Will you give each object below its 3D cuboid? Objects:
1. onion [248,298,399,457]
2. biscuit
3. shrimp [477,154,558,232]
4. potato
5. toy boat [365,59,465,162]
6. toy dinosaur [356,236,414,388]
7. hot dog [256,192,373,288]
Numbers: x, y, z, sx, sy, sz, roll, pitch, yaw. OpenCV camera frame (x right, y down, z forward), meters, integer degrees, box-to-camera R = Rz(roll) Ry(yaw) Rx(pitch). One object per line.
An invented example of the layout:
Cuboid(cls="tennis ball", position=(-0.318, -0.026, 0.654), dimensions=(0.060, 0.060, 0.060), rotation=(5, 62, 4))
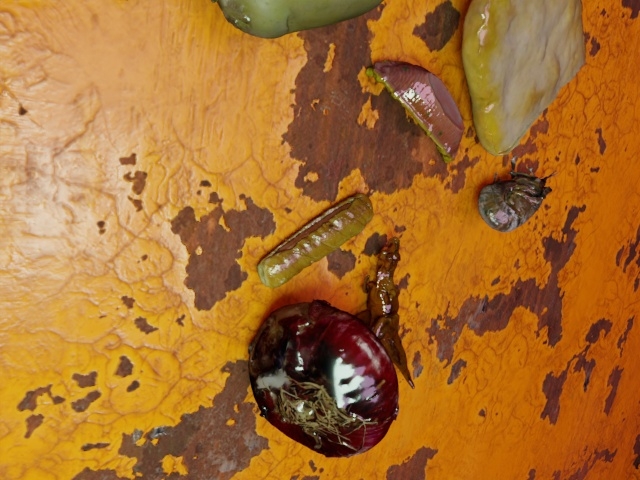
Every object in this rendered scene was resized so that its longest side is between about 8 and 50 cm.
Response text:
Cuboid(cls="onion", position=(0.005, 0.253, 0.840), dimensions=(0.232, 0.313, 0.314), rotation=(-34, 125, -55))
Cuboid(cls="biscuit", position=(0.455, -0.455, 1.004), dimensions=(0.429, 0.104, 0.446), rotation=(-50, 134, -10))
Cuboid(cls="shrimp", position=(0.514, -0.129, 1.151), dimensions=(0.343, 0.145, 0.116), rotation=(-29, 160, -34))
Cuboid(cls="potato", position=(-0.022, -0.440, 0.642), dimensions=(0.326, 0.221, 0.243), rotation=(-23, 118, -21))
Cuboid(cls="toy boat", position=(0.228, -0.275, 0.939), dimensions=(0.318, 0.099, 0.141), rotation=(35, 57, -36))
Cuboid(cls="toy dinosaur", position=(0.128, 0.207, 1.017), dimensions=(0.208, 0.097, 0.433), rotation=(-24, 120, -36))
Cuboid(cls="hot dog", position=(-0.001, 0.000, 0.889), dimensions=(0.285, 0.061, 0.088), rotation=(-38, 133, -17))
